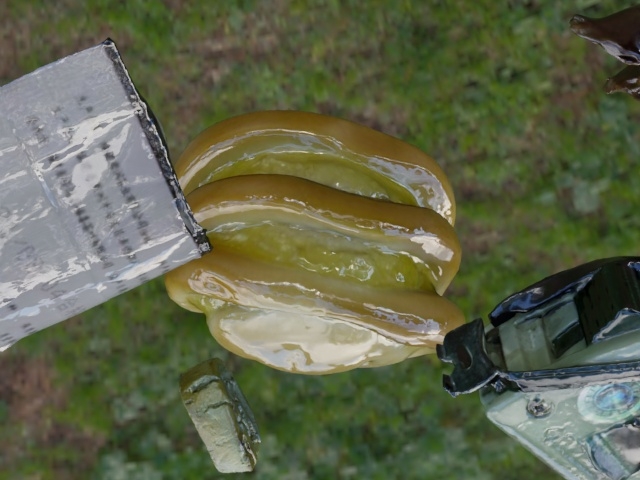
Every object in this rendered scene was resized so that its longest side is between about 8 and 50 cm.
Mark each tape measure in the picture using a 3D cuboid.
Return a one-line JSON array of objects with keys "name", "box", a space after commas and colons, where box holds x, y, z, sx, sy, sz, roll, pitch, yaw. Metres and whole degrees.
[{"name": "tape measure", "box": [0.239, 0.102, 1.212, 0.207, 0.115, 0.235, -34, 127, 25]}]

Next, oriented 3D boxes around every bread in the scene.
[{"name": "bread", "box": [-0.124, 0.227, 2.084, 0.064, 0.117, 0.156, -23, 112, 10]}, {"name": "bread", "box": [0.000, 0.000, 1.618, 0.315, 0.270, 0.211, 13, 128, -11]}]

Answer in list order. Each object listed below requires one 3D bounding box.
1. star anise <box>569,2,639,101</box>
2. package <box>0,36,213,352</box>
[{"name": "star anise", "box": [0.354, -0.169, 1.389, 0.288, 0.088, 0.288, 7, 151, 4]}, {"name": "package", "box": [-0.176, -0.003, 0.967, 0.204, 0.062, 0.251, -25, 150, -3]}]
